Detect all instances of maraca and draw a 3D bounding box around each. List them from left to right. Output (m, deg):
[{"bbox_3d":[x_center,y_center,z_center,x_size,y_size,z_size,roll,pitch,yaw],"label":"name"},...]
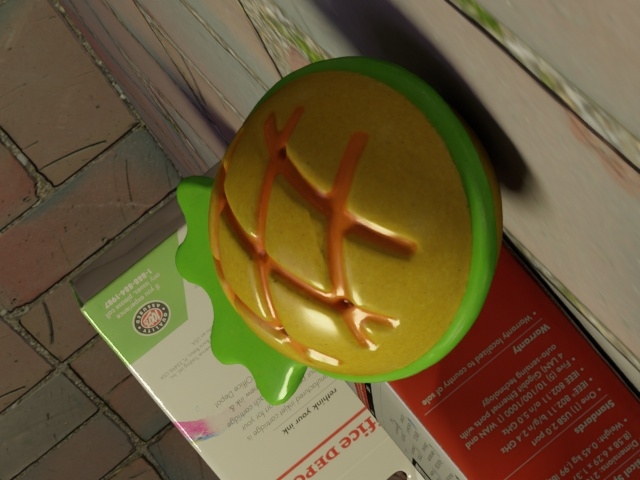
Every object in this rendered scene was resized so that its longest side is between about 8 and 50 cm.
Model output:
[{"bbox_3d":[0.000,0.000,0.615,0.186,0.099,0.127,-30,79,48],"label":"maraca"}]

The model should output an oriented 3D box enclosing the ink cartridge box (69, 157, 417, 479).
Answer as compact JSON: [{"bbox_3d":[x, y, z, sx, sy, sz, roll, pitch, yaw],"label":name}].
[{"bbox_3d":[-0.042,0.120,1.423,0.353,0.207,0.119,54,173,-17],"label":"ink cartridge box"}]

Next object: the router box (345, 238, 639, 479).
[{"bbox_3d":[0.116,0.129,0.810,0.301,0.082,0.335,50,175,9],"label":"router box"}]

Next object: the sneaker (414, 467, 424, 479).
[{"bbox_3d":[0.160,0.223,1.075,0.236,0.095,0.104,54,167,-18],"label":"sneaker"}]
